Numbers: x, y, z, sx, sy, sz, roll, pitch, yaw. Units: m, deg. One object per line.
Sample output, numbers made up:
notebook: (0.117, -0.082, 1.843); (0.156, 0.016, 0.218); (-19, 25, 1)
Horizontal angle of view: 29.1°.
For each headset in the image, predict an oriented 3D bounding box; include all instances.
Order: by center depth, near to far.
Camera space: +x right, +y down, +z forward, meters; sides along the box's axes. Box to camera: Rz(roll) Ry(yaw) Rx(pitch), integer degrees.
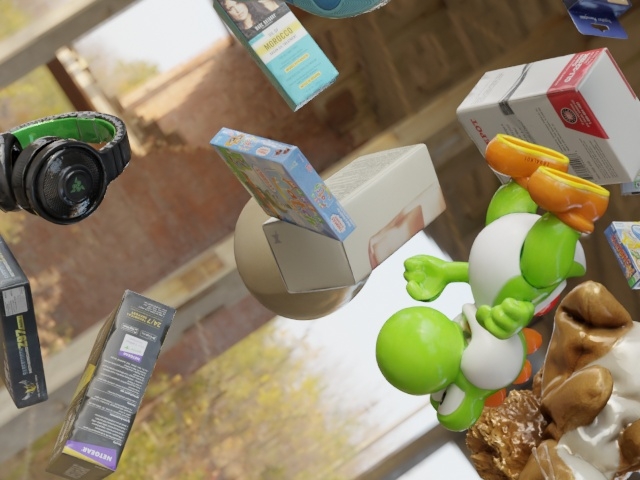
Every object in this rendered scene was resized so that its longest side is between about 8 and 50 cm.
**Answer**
headset: (-0.445, -0.071, 1.881); (0.243, 0.394, 0.185); (5, -60, 25)

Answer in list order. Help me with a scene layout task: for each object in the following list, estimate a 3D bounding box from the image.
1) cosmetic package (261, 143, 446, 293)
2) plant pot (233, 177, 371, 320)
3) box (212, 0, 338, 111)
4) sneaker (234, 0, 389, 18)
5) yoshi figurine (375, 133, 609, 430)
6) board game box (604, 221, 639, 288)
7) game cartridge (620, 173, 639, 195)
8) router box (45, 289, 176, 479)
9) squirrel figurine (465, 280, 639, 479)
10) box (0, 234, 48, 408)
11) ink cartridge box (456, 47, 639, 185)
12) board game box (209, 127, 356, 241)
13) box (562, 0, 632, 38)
cosmetic package: (0.061, -0.038, 2.006); (0.153, 0.296, 0.129); (-7, -71, 41)
plant pot: (0.000, 0.000, 2.353); (0.284, 0.284, 0.191); (57, -28, -5)
box: (-0.080, -0.360, 2.205); (0.244, 0.100, 0.060); (52, -9, 0)
sneaker: (0.026, -0.360, 1.544); (0.319, 0.208, 0.127); (20, -60, 42)
yoshi figurine: (0.181, 0.061, 1.470); (0.203, 0.362, 0.203); (27, 20, 18)
board game box: (0.654, 0.027, 2.347); (0.035, 0.201, 0.136); (-60, -141, 47)
game cartridge: (0.539, -0.104, 2.041); (0.017, 0.083, 0.056); (66, 21, -59)
router box: (-0.314, 0.226, 1.810); (0.081, 0.243, 0.309); (22, -19, -10)
squirrel figurine: (0.384, 0.309, 1.849); (0.281, 0.371, 0.397); (31, -20, -6)
box: (-0.511, 0.130, 2.013); (0.183, 0.059, 0.233); (44, -39, 52)
ink cartridge box: (0.391, -0.193, 2.049); (0.272, 0.114, 0.197); (-4, -50, 52)
board game box: (-0.057, -0.083, 1.782); (0.211, 0.039, 0.160); (19, -28, 55)
box: (0.362, -0.388, 1.743); (0.036, 0.136, 0.225); (-38, -112, 38)
